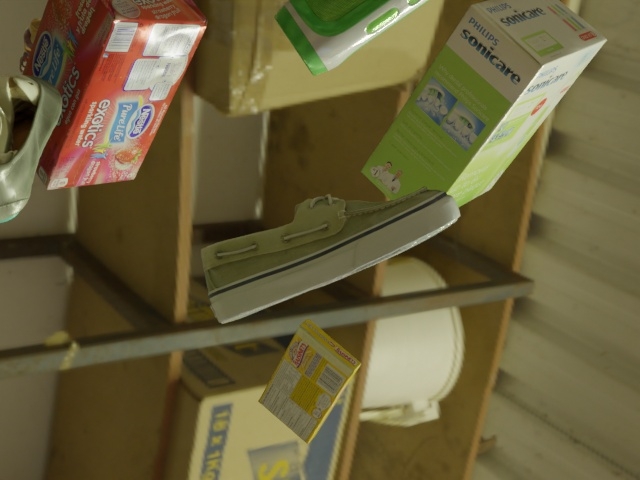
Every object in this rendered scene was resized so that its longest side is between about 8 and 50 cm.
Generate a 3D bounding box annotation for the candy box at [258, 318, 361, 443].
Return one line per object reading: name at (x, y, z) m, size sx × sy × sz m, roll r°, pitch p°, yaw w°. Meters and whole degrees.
candy box at (-0.020, 0.216, 1.453) m, size 0.105 × 0.027 × 0.206 m, roll 41°, pitch -46°, yaw 14°

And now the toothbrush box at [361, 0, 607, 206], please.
toothbrush box at (0.210, -0.175, 1.264) m, size 0.122 × 0.206 × 0.283 m, roll 44°, pitch -52°, yaw 16°

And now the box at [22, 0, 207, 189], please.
box at (-0.254, -0.192, 1.120) m, size 0.123 × 0.128 × 0.257 m, roll 54°, pitch -49°, yaw 25°

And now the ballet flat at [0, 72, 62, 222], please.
ballet flat at (-0.262, -0.100, 0.809) m, size 0.213 × 0.072 × 0.068 m, roll -97°, pitch 179°, yaw -50°

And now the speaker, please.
speaker at (0.081, -0.376, 1.449) m, size 0.296 × 0.131 × 0.131 m, roll -34°, pitch -119°, yaw 5°

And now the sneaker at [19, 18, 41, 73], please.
sneaker at (-0.363, -0.241, 1.279) m, size 0.084 × 0.069 × 0.185 m, roll -57°, pitch -171°, yaw 7°

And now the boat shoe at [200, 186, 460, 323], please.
boat shoe at (0.000, 0.000, 1.050) m, size 0.302 × 0.109 × 0.094 m, roll -23°, pitch -92°, yaw 15°
